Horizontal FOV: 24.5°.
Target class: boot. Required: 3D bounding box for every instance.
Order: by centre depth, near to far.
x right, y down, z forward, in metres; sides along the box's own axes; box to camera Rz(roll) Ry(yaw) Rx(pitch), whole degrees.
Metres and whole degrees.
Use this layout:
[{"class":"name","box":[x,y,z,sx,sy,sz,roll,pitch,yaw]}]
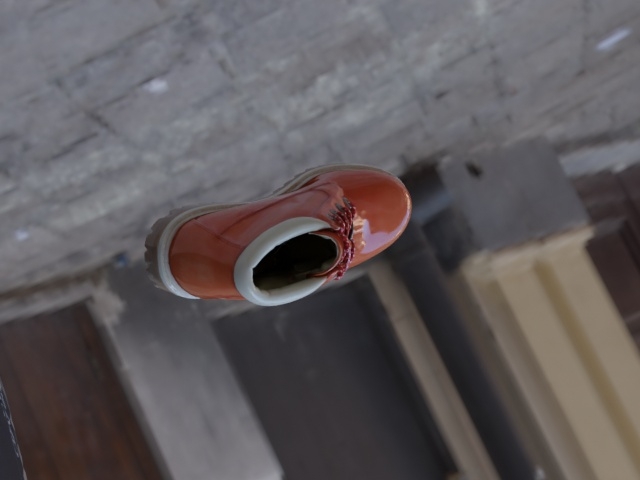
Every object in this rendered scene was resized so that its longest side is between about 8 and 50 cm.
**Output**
[{"class":"boot","box":[0.000,0.000,0.743,0.158,0.059,0.084,-18,-164,-37]}]

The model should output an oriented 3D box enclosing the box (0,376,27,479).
[{"class":"box","box":[-0.225,0.130,0.633,0.179,0.343,0.312,-17,152,-7]}]
